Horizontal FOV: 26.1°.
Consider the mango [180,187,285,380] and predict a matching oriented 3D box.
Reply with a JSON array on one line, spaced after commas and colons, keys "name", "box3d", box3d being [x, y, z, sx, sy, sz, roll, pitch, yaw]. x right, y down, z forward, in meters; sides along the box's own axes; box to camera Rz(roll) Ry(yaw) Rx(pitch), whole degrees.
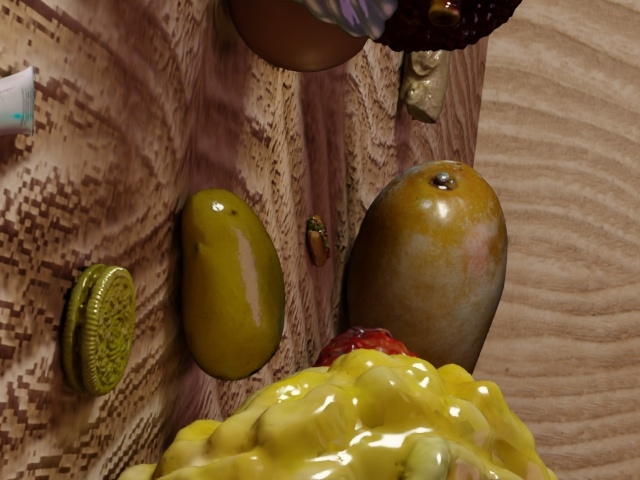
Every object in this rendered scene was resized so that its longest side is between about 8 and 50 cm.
[{"name": "mango", "box3d": [-0.070, 0.033, 1.060, 0.103, 0.076, 0.161, -55, 142, -54]}]

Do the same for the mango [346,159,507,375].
[{"name": "mango", "box3d": [0.133, 0.071, 1.754, 0.221, 0.199, 0.384, -71, 164, -53]}]

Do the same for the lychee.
[{"name": "lychee", "box3d": [0.108, -0.315, 1.377, 0.236, 0.236, 0.271, 77, 1, -58]}]

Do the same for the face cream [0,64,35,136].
[{"name": "face cream", "box3d": [-0.162, -0.064, 0.681, 0.115, 0.020, 0.038, -43, 137, -74]}]

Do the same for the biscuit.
[{"name": "biscuit", "box3d": [-0.138, 0.056, 0.861, 0.084, 0.023, 0.084, 7, 90, -80]}]

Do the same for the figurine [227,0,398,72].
[{"name": "figurine", "box3d": [0.010, -0.291, 0.961, 0.388, 0.248, 0.277, 34, 65, -67]}]

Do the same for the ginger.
[{"name": "ginger", "box3d": [0.159, -0.278, 2.018, 0.137, 0.074, 0.213, 88, 15, -77]}]

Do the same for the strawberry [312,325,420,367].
[{"name": "strawberry", "box3d": [0.059, 0.198, 1.513, 0.205, 0.205, 0.244, 82, 7, -50]}]

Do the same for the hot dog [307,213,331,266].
[{"name": "hot dog", "box3d": [0.000, 0.000, 1.511, 0.083, 0.021, 0.037, 75, 23, -64]}]

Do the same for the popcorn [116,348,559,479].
[{"name": "popcorn", "box3d": [-0.011, 0.228, 0.940, 0.381, 0.349, 0.349, 18, -74, 58]}]
